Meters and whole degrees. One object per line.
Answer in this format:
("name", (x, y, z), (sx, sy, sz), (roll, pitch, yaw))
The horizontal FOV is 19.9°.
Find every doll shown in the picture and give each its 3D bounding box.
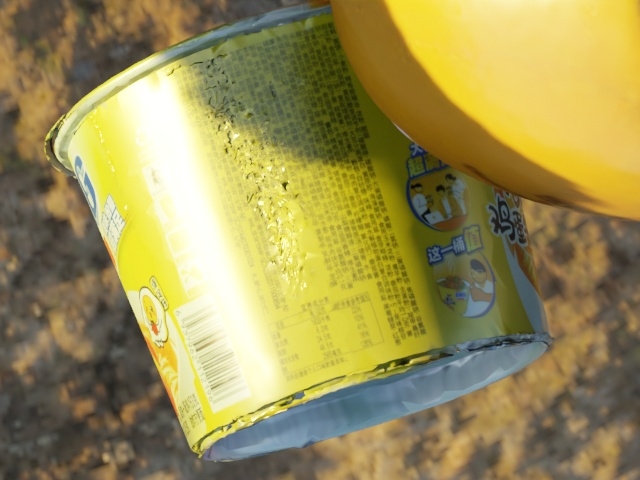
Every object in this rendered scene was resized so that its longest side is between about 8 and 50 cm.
("doll", (0.112, -0.125, 0.625), (0.213, 0.213, 0.236), (12, 85, -30))

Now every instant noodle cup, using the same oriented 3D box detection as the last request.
("instant noodle cup", (0.000, 0.000, 0.774), (0.205, 0.153, 0.205), (-17, 166, -4))
